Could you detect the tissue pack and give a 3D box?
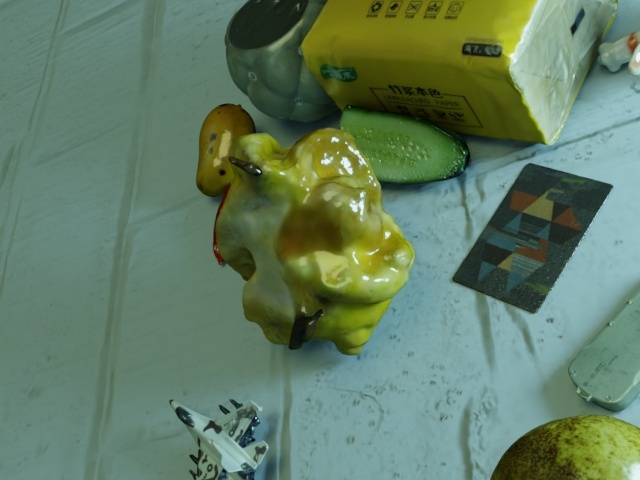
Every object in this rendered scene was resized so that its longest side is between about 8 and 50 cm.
[{"bbox_3d":[0.208,-0.327,1.295,0.382,0.228,0.293,14,69,41],"label":"tissue pack"}]

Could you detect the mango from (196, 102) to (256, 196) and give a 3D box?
[{"bbox_3d":[-0.169,-0.165,1.529,0.115,0.090,0.178,-19,52,35],"label":"mango"}]

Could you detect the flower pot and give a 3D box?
[{"bbox_3d":[-0.041,-0.324,1.483,0.246,0.195,0.246,-19,48,22],"label":"flower pot"}]

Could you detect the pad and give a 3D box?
[{"bbox_3d":[0.288,-0.010,1.164,0.143,0.003,0.211,22,72,42],"label":"pad"}]

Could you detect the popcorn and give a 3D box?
[{"bbox_3d":[0.000,0.000,1.194,0.297,0.281,0.316,14,107,35],"label":"popcorn"}]

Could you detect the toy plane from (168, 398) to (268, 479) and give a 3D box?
[{"bbox_3d":[-0.145,0.283,1.202,0.160,0.082,0.234,-60,32,-2],"label":"toy plane"}]

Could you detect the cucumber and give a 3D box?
[{"bbox_3d":[0.129,-0.140,1.321,0.244,0.063,0.115,18,108,39],"label":"cucumber"}]

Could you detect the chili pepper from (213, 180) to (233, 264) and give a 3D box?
[{"bbox_3d":[-0.149,-0.048,1.455,0.059,0.050,0.191,7,70,19],"label":"chili pepper"}]

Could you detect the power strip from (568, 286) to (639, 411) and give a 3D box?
[{"bbox_3d":[0.383,0.105,0.997,0.227,0.029,0.080,-47,43,-3],"label":"power strip"}]

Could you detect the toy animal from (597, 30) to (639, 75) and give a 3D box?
[{"bbox_3d":[0.505,-0.309,1.138,0.282,0.138,0.140,-8,19,25],"label":"toy animal"}]

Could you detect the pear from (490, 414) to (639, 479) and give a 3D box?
[{"bbox_3d":[0.270,0.265,0.849,0.197,0.197,0.197,-18,50,23],"label":"pear"}]
